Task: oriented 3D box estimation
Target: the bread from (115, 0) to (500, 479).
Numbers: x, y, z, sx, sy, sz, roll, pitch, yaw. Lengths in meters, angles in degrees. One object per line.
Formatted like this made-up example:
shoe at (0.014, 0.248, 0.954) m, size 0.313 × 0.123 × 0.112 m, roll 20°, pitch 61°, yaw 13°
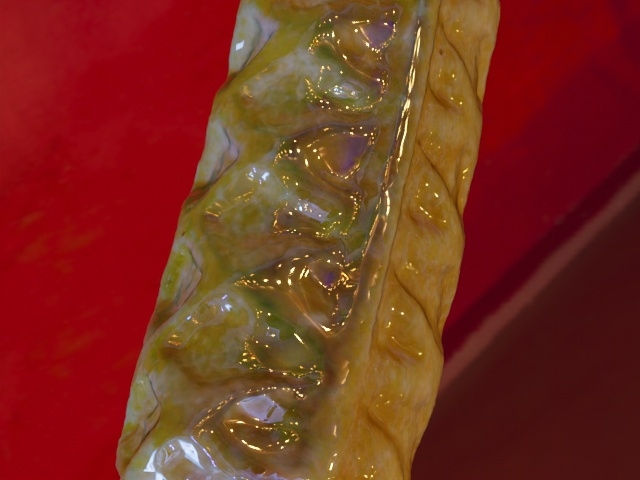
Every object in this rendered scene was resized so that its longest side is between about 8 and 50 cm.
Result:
bread at (-0.001, -0.001, 0.601) m, size 0.098 × 0.087 × 0.269 m, roll 44°, pitch 50°, yaw -43°
